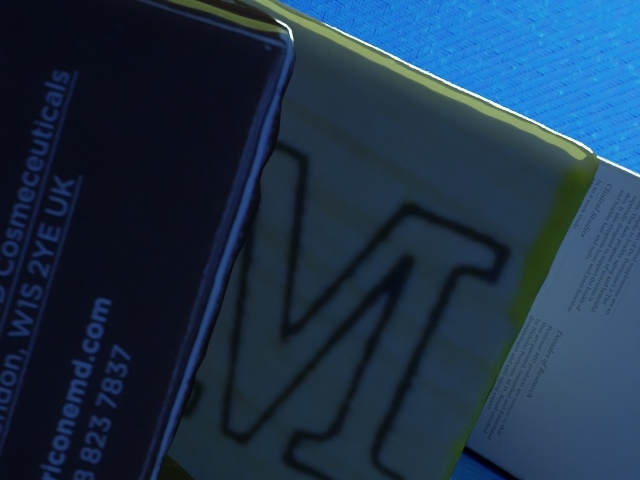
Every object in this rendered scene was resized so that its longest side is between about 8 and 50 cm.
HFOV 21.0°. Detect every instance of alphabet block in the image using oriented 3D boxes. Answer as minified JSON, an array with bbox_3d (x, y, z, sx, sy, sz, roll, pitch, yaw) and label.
[{"bbox_3d":[-0.013,0.007,0.734,0.197,0.193,0.192,26,7,5],"label":"alphabet block"}]

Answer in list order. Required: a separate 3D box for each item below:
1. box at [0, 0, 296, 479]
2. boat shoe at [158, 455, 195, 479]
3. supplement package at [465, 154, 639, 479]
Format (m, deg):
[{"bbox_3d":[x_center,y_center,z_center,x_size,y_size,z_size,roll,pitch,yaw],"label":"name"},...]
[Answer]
[{"bbox_3d":[-0.211,-0.050,0.423,0.381,0.143,0.191,18,7,-9],"label":"box"},{"bbox_3d":[-0.041,0.105,0.471,0.056,0.048,0.153,19,13,-40],"label":"boat shoe"},{"bbox_3d":[0.228,0.083,1.084,0.262,0.199,0.198,29,6,40],"label":"supplement package"}]
